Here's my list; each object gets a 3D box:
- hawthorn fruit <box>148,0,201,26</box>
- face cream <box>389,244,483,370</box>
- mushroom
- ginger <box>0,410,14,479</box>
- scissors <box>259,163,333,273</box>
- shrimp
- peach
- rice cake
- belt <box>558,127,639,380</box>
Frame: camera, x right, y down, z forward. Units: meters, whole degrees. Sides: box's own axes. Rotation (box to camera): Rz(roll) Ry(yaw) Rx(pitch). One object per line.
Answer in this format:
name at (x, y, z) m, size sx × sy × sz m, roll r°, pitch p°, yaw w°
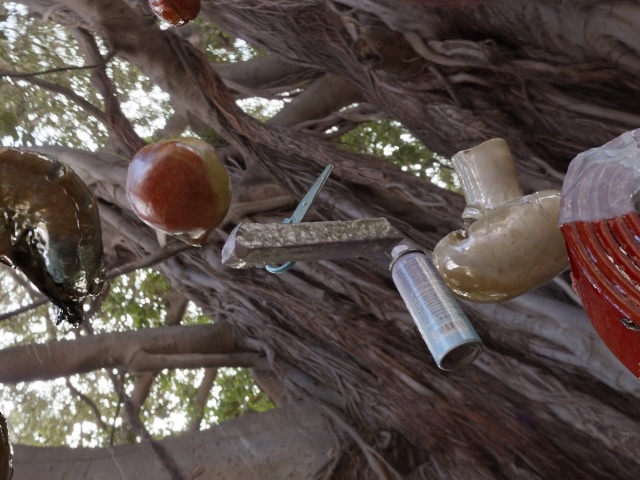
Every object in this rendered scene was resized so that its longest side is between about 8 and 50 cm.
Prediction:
hawthorn fruit at (-0.362, -0.592, 1.230) m, size 0.128 × 0.128 × 0.128 m, roll -16°, pitch -61°, yaw -31°
face cream at (0.173, 0.093, 0.795) m, size 0.075 × 0.229 × 0.075 m, roll -11°, pitch -45°, yaw -11°
mushroom at (0.326, -0.035, 0.942) m, size 0.293 × 0.290 × 0.292 m, roll -24°, pitch -13°, yaw -6°
ginger at (-0.655, 0.377, 0.868) m, size 0.200 × 0.270 × 0.222 m, roll 46°, pitch -137°, yaw -58°
scissors at (-0.071, -0.087, 1.653) m, size 0.447 × 0.193 × 0.029 m, roll -58°, pitch -40°, yaw -20°
shrimp at (-0.485, 0.019, 0.860) m, size 0.221 × 0.109 × 0.445 m, roll -2°, pitch -41°, yaw -13°
peach at (-0.314, -0.107, 1.143) m, size 0.232 × 0.232 × 0.256 m, roll -19°, pitch -67°, yaw -29°
rice cake at (0.000, 0.000, 0.876) m, size 0.399 × 0.064 × 0.070 m, roll -4°, pitch -32°, yaw -45°
belt at (0.330, 0.020, 0.387) m, size 0.227 × 0.324 × 0.115 m, roll -39°, pitch -50°, yaw -3°
